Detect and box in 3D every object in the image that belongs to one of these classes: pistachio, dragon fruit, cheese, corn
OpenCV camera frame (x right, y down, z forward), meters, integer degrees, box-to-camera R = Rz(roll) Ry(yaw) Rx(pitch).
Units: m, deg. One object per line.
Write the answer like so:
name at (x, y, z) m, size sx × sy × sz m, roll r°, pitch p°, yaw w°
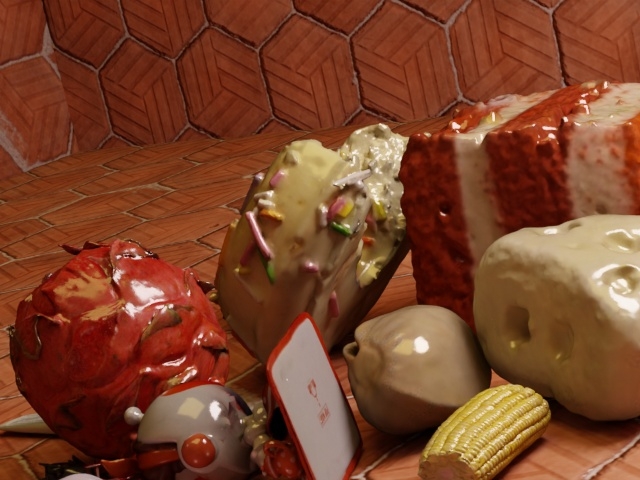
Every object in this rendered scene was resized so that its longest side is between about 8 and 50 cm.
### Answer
pistachio at (0.101, 0.133, 1.907) m, size 0.152 × 0.126 × 0.223 m, roll 28°, pitch 17°, yaw 7°
dragon fruit at (-0.212, 0.124, 1.977) m, size 0.252 × 0.241 × 0.241 m, roll 23°, pitch 13°, yaw -3°
cheese at (0.261, 0.078, 1.850) m, size 0.248 × 0.174 × 0.251 m, roll 1°, pitch 23°, yaw 23°
corn at (0.154, 0.188, 1.739) m, size 0.085 × 0.063 × 0.165 m, roll 20°, pitch 28°, yaw 22°

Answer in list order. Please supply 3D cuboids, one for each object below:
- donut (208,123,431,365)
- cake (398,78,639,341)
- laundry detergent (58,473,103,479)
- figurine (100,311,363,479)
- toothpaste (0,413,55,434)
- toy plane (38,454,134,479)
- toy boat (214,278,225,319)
donut at (0.000, 0.005, 2.185) m, size 0.150 × 0.307 × 0.371 m, roll 30°, pitch 18°, yaw 14°
cake at (0.287, -0.037, 2.134) m, size 0.319 × 0.270 × 0.269 m, roll -4°, pitch 15°, yaw 28°
laundry detergent at (-0.158, 0.273, 1.616) m, size 0.159 × 0.088 × 0.335 m, roll -20°, pitch 13°, yaw -28°
figurine at (-0.102, 0.195, 1.815) m, size 0.226 × 0.160 × 0.183 m, roll -19°, pitch 10°, yaw 17°
toothpaste at (-0.300, 0.213, 2.159) m, size 0.218 × 0.033 × 0.052 m, roll -5°, pitch 10°, yaw 43°
toy plane at (-0.252, 0.249, 1.933) m, size 0.060 × 0.037 × 0.145 m, roll -9°, pitch 4°, yaw -34°
toy boat at (-0.029, 0.044, 2.498) m, size 0.115 × 0.089 × 0.310 m, roll -6°, pitch 14°, yaw 41°
